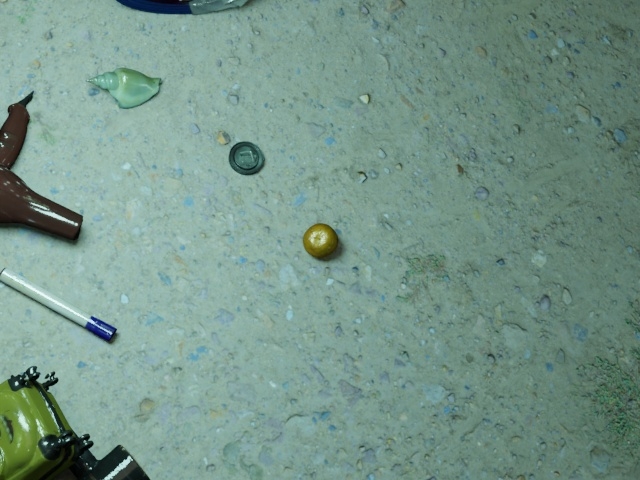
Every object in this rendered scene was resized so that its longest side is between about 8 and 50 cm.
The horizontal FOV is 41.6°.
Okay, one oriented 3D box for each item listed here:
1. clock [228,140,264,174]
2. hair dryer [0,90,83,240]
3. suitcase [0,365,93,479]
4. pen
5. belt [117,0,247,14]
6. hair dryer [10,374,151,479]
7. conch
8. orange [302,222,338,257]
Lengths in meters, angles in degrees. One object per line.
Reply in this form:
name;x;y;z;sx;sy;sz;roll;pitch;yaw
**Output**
clock;-0.178;-0.195;2.004;0.085;0.017;0.085;5;70;-15
hair dryer;-0.635;-0.179;1.825;0.312;0.123;0.341;19;57;-14
suitcase;-0.571;0.371;1.556;0.235;0.143;0.194;-37;68;0
pen;-0.552;0.134;1.767;0.269;0.033;0.033;30;66;-5
belt;-0.330;-0.638;2.006;0.346;0.212;0.117;-6;72;-15
hair dryer;-0.518;0.411;1.659;0.189;0.107;0.352;-40;79;-23
conch;-0.453;-0.358;1.950;0.180;0.065;0.088;-1;70;-27
orange;0.000;0.000;1.962;0.083;0.070;0.083;0;79;-2
